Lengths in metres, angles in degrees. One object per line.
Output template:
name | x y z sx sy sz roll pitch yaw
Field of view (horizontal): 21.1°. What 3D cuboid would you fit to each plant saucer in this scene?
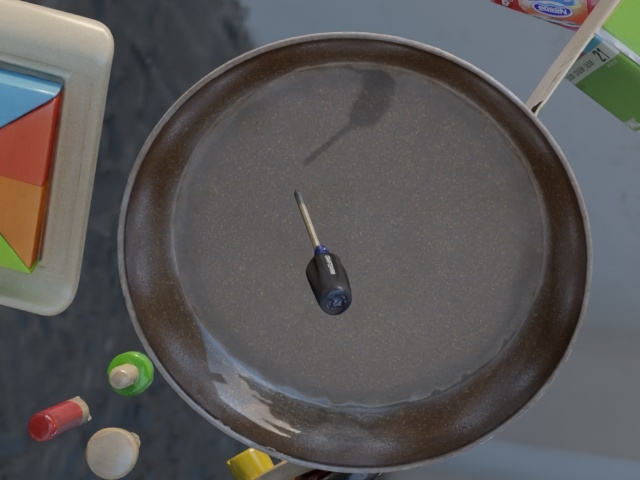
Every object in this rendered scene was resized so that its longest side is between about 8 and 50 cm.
plant saucer | 0.022 0.008 1.137 0.050 0.310 0.311 -77 166 -68

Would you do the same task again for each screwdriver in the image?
screwdriver | 0.000 0.000 1.038 0.170 0.025 0.024 -100 163 -64

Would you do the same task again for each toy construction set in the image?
toy construction set | -0.082 0.213 1.443 0.257 0.309 0.237 -54 176 4

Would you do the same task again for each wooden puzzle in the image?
wooden puzzle | -0.274 -0.068 1.256 0.044 0.221 0.239 -73 177 -62

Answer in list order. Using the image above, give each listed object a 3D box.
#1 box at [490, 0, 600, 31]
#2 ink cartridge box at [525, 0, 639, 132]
box | 0.299 -0.380 1.974 0.123 0.128 0.257 98 13 -62
ink cartridge box | 0.230 -0.119 1.330 0.255 0.097 0.189 -54 180 -2
